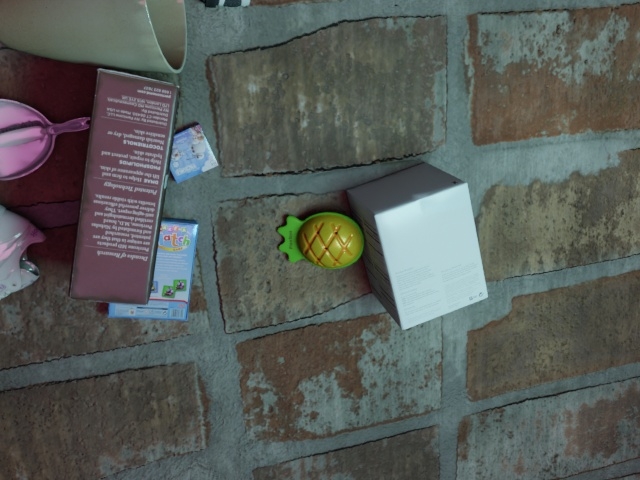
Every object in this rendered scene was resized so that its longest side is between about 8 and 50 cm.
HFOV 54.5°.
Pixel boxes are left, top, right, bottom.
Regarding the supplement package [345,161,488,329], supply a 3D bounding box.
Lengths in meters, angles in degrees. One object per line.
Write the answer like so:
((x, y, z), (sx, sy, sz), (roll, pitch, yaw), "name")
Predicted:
((0.201, 0.005, 1.313), (0.199, 0.198, 0.263), (-20, 113, -8), "supplement package")

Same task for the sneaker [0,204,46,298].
((-0.621, 0.085, 1.149), (0.152, 0.114, 0.305), (28, 99, -21), "sneaker")

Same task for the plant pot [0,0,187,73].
((-0.384, -0.391, 1.005), (0.273, 0.256, 0.257), (-4, 110, 3), "plant pot")

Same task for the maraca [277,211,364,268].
((0.000, 0.000, 1.314), (0.185, 0.099, 0.127), (2, 108, 11), "maraca")

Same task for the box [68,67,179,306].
((-0.341, -0.094, 1.099), (0.143, 0.191, 0.382), (10, 99, -14), "box")

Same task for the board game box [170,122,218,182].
((-0.260, -0.171, 1.217), (0.090, 0.020, 0.090), (-26, 114, -6), "board game box")

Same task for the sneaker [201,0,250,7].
((-0.191, -0.520, 1.083), (0.121, 0.079, 0.217), (-10, 112, -14), "sneaker")

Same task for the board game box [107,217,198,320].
((-0.341, 0.057, 1.262), (0.160, 0.039, 0.212), (5, 107, -17), "board game box")

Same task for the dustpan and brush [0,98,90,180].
((-0.507, -0.195, 1.115), (0.211, 0.060, 0.147), (-15, 112, -10), "dustpan and brush")
